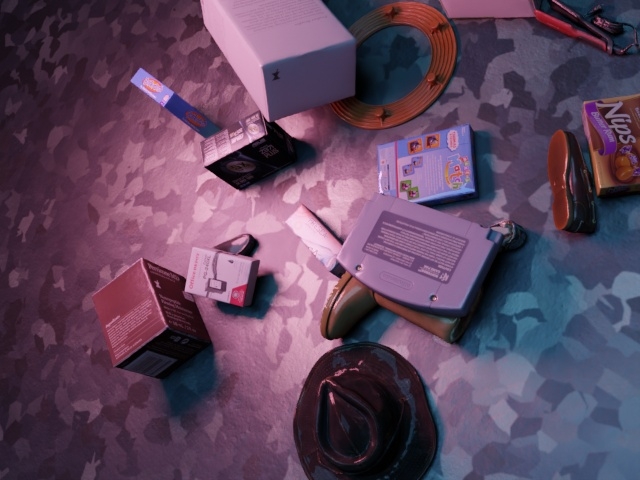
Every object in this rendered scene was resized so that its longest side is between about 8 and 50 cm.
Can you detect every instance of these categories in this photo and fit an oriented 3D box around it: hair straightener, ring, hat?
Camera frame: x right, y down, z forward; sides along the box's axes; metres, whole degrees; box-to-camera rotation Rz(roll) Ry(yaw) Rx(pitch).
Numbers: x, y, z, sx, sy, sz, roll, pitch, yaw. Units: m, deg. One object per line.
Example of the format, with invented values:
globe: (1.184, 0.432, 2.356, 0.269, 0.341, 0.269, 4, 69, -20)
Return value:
hair straightener: (0.555, -0.451, 1.484, 0.230, 0.047, 0.089, 39, 93, 34)
ring: (0.155, -0.419, 1.704, 0.336, 0.032, 0.337, -11, 66, 26)
hat: (0.054, 0.349, 1.403, 0.331, 0.134, 0.332, -11, 67, 26)

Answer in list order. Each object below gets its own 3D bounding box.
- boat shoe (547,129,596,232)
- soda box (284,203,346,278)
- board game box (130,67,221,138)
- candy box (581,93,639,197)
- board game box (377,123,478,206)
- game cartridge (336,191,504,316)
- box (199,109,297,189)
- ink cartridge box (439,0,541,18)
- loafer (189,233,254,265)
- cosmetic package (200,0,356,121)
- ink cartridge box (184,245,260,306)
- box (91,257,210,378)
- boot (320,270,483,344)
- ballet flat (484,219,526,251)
boat shoe: (0.482, -0.111, 1.387, 0.073, 0.073, 0.207, 5, 73, -11)
soda box: (0.000, 0.000, 1.612, 0.063, 0.058, 0.183, -47, 56, 5)
board game box: (-0.365, -0.342, 1.856, 0.160, 0.210, 0.047, 38, 91, 33)
candy box: (0.562, -0.178, 1.360, 0.109, 0.053, 0.187, -6, 69, 12)
board game box: (0.227, -0.151, 1.556, 0.211, 0.039, 0.160, -11, 67, 26)
game cartridge: (0.184, 0.030, 1.416, 0.297, 0.062, 0.198, 22, 81, 34)
box: (-0.171, -0.213, 1.736, 0.180, 0.147, 0.078, -24, 61, 19)
ink cartridge box: (0.396, -0.648, 1.603, 0.211, 0.121, 0.289, 8, 75, 31)
loafer: (-0.234, 0.035, 1.726, 0.170, 0.061, 0.062, -36, 57, 12)
cosmetic package: (-0.113, -0.501, 1.734, 0.230, 0.162, 0.453, -20, 51, -14)
ink cartridge box: (-0.226, 0.081, 1.665, 0.150, 0.063, 0.109, 13, 95, 14)
box: (-0.395, 0.185, 1.694, 0.167, 0.168, 0.203, -36, 58, 13)
boot: (0.154, 0.140, 1.456, 0.269, 0.089, 0.236, 24, 84, 32)
ballet flat: (0.309, 0.003, 1.436, 0.188, 0.070, 0.070, -22, 62, 21)
